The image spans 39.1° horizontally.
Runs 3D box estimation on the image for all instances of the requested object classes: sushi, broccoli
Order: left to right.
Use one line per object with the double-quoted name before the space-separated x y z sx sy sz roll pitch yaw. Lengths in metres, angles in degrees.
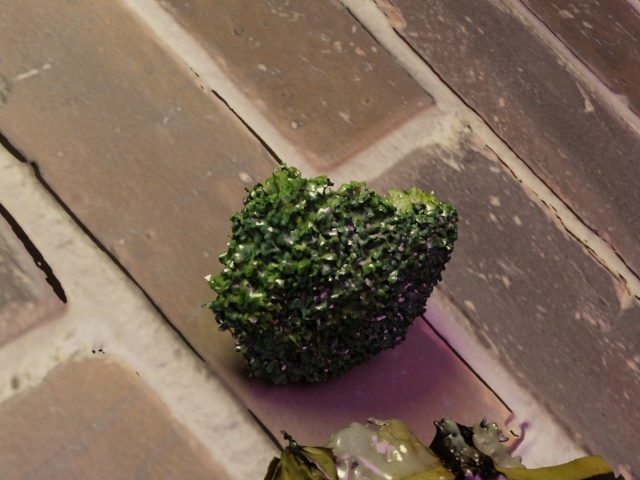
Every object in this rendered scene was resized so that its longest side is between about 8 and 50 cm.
"broccoli" 0.000 0.000 0.730 0.220 0.194 0.194 -16 65 -12
"sushi" 0.082 0.207 0.653 0.291 0.139 0.131 5 36 -28
